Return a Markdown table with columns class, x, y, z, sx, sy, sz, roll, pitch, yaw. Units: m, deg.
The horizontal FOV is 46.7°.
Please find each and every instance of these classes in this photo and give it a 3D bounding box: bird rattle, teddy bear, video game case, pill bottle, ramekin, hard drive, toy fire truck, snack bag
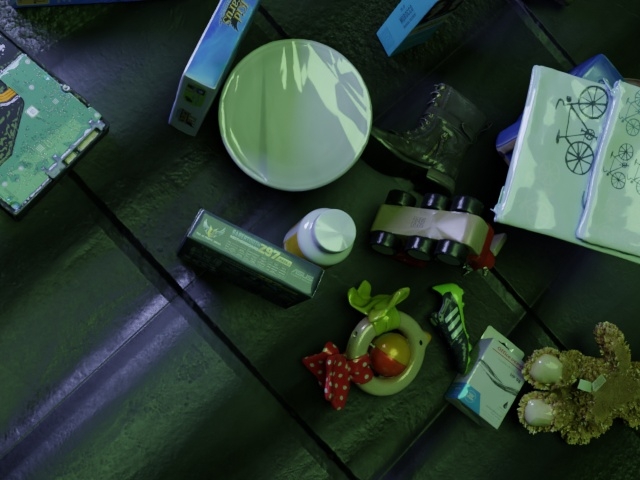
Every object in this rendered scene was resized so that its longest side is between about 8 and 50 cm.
| class | x | y | z | sx | sy | sz | roll | pitch | yaw |
| --- | --- | --- | --- | --- | --- | --- | --- | --- | --- |
| bird rattle | 0.105 | 0.205 | 1.359 | 0.207 | 0.143 | 0.253 | 32 | 74 | -26 |
| teddy bear | 0.529 | 0.288 | 1.465 | 0.338 | 0.113 | 0.245 | -15 | 98 | -20 |
| video game case | -0.176 | -0.344 | 1.313 | 0.061 | 0.244 | 0.269 | 26 | 73 | -12 |
| pill bottle | 0.000 | 0.000 | 1.330 | 0.103 | 0.184 | 0.103 | 3 | 79 | -16 |
| ramekin | -0.043 | -0.222 | 1.355 | 0.273 | 0.127 | 0.273 | 0 | 92 | 2 |
| hard drive | -0.569 | -0.227 | 1.268 | 0.339 | 0.064 | 0.237 | 40 | 71 | -5 |
| toy fire truck | 0.247 | -0.001 | 1.424 | 0.246 | 0.217 | 0.158 | 41 | 65 | -47 |
| snack bag | 0.514 | -0.145 | 1.373 | 0.342 | 0.037 | 0.323 | 16 | 87 | -6 |

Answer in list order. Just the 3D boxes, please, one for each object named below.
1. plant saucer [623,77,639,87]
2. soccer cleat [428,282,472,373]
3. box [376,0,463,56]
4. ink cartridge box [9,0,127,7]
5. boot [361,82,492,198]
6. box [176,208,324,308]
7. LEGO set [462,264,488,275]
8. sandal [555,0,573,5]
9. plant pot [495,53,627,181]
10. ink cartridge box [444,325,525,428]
| class | x | y | z | sx | sy | sz | roll | pitch | yaw |
| --- | --- | --- | --- | --- | --- | --- | --- | --- | --- |
| plant saucer | 0.667 | -0.290 | 1.619 | 0.199 | 0.036 | 0.198 | -5 | 41 | 5 |
| soccer cleat | 0.251 | 0.172 | 1.445 | 0.072 | 0.060 | 0.179 | -3 | 74 | -8 |
| box | 0.204 | -0.450 | 1.447 | 0.100 | 0.244 | 0.060 | -27 | 88 | -19 |
| ink cartridge box | -0.382 | -0.591 | 1.352 | 0.395 | 0.151 | 0.270 | -9 | 82 | -20 |
| boot | 0.207 | -0.227 | 1.500 | 0.263 | 0.091 | 0.229 | 30 | 67 | -13 |
| box | -0.127 | 0.038 | 1.286 | 0.233 | 0.183 | 0.059 | 26 | 73 | -10 |
| LEGO set | 0.307 | 0.044 | 1.499 | 0.083 | 0.023 | 0.054 | 2 | 79 | -16 |
| sandal | 0.461 | -0.558 | 1.644 | 0.219 | 0.090 | 0.060 | 16 | 112 | -23 |
| plant pot | 0.510 | -0.198 | 1.504 | 0.212 | 0.236 | 0.236 | -39 | 93 | -12 |
| ink cartridge box | 0.336 | 0.263 | 1.446 | 0.104 | 0.060 | 0.180 | 38 | 71 | -7 |
